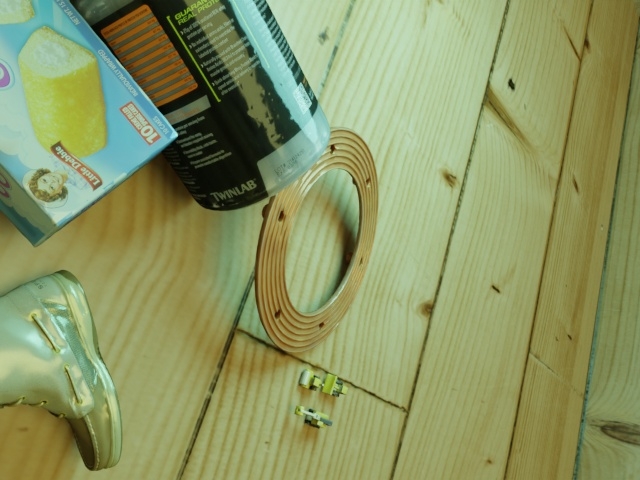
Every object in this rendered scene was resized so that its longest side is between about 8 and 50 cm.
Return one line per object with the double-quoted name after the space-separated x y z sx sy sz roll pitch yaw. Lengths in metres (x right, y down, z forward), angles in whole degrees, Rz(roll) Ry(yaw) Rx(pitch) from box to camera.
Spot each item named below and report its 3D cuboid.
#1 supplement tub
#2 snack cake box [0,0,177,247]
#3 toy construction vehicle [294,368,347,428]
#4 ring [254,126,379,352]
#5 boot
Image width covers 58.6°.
-0.136 -0.206 0.637 0.194 0.193 0.316 -52 126 -34 "supplement tub"
-0.280 -0.147 0.511 0.264 0.089 0.152 52 52 -15 "snack cake box"
0.003 0.251 0.900 0.098 0.035 0.086 41 61 -39 "toy construction vehicle"
0.000 0.000 0.845 0.336 0.032 0.337 -34 132 -49 "ring"
-0.292 0.151 0.550 0.165 0.077 0.213 -20 99 -46 "boot"
